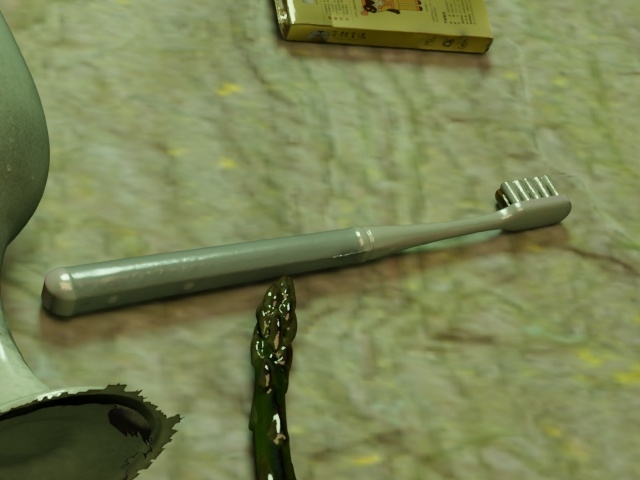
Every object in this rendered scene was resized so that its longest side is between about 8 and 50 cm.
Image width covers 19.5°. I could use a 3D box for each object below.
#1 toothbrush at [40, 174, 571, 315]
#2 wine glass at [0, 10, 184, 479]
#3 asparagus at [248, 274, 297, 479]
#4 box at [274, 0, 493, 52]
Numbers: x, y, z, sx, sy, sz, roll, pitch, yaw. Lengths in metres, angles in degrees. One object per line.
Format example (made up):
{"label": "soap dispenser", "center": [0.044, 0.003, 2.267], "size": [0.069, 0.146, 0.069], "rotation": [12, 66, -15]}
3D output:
{"label": "toothbrush", "center": [0.001, 0.002, 1.088], "size": [0.342, 0.025, 0.030], "rotation": [-12, 54, -26]}
{"label": "wine glass", "center": [-0.187, -0.010, 0.960], "size": [0.143, 0.143, 0.321], "rotation": [-9, 57, -25]}
{"label": "asparagus", "center": [-0.020, 0.115, 0.999], "size": [0.034, 0.027, 0.236], "rotation": [8, 53, -20]}
{"label": "box", "center": [0.038, -0.159, 1.220], "size": [0.149, 0.020, 0.073], "rotation": [3, 56, -18]}
